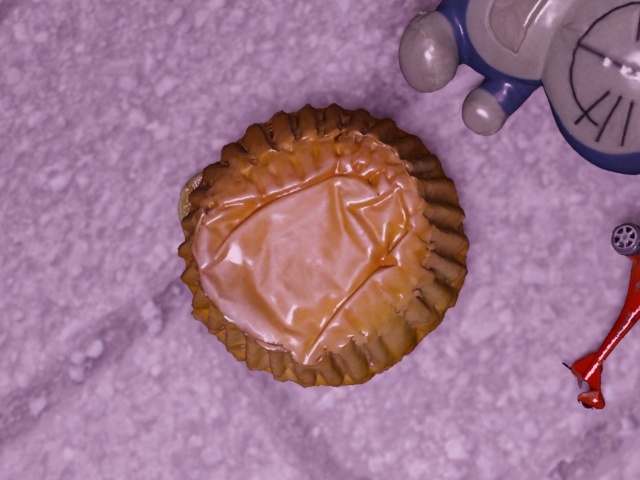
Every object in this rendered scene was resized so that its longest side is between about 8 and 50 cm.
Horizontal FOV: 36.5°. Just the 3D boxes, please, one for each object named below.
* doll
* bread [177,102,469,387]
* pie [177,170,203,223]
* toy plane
[{"bbox_3d":[0.216,-0.164,0.774,0.258,0.154,0.228,37,117,22],"label":"doll"},{"bbox_3d":[0.002,-0.001,0.767,0.239,0.139,0.240,0,79,2],"label":"bread"},{"bbox_3d":[-0.085,-0.026,0.851,0.084,0.021,0.084,-1,82,5],"label":"pie"},{"bbox_3d":[0.262,0.041,0.763,0.077,0.126,0.194,44,124,46],"label":"toy plane"}]
